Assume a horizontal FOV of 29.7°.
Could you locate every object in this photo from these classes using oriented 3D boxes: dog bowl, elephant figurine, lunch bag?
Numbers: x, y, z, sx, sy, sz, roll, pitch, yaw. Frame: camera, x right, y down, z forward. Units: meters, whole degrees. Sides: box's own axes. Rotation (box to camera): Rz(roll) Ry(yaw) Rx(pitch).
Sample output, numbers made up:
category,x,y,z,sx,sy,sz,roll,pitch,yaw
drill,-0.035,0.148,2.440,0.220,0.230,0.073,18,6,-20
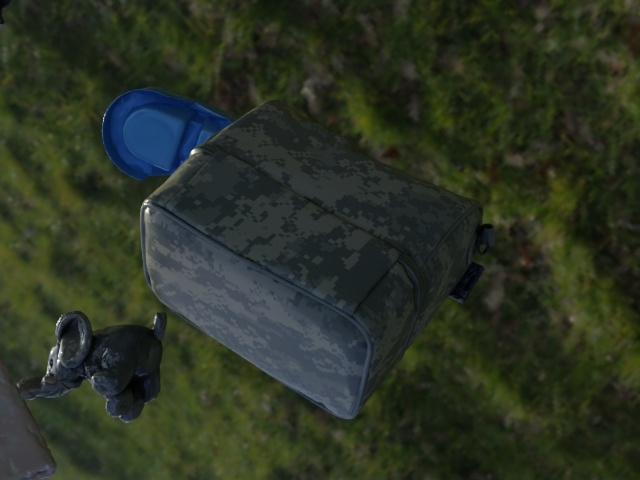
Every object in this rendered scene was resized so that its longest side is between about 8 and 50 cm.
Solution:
category,x,y,z,sx,sy,sz,roll,pitch,yaw
dog bowl,-0.224,-0.165,2.081,0.297,0.166,0.074,22,-154,1
elephant figurine,-0.397,0.199,2.074,0.239,0.186,0.169,21,135,29
lunch bag,0.000,0.000,1.277,0.305,0.256,0.212,30,149,17

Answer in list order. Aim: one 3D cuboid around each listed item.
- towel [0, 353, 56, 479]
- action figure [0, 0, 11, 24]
category,x,y,z,sx,sy,sz,roll,pitch,yaw
towel,-0.627,0.291,1.907,0.332,0.317,0.053,54,149,28
action figure,-0.639,-0.400,2.140,0.275,0.164,0.141,-102,-11,-54
